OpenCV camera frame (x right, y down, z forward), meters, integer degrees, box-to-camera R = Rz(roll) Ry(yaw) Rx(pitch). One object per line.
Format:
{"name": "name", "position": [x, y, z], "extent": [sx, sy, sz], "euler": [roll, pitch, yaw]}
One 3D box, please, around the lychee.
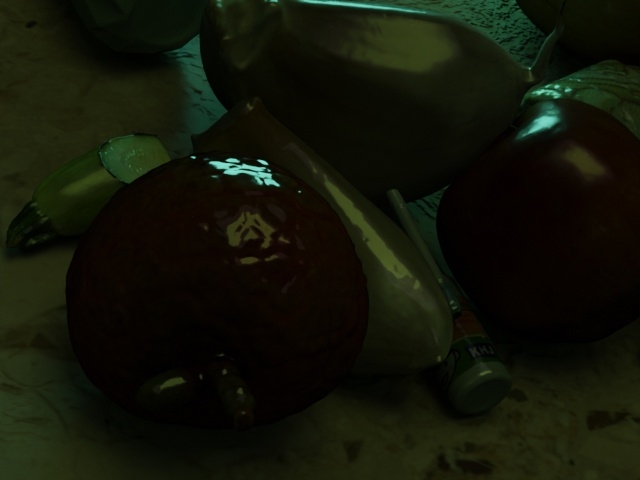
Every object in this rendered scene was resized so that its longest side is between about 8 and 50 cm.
{"name": "lychee", "position": [-0.084, 0.052, 1.453], "extent": [0.255, 0.255, 0.300], "euler": [9, 51, -13]}

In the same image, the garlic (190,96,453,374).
{"name": "garlic", "position": [-0.005, 0.007, 1.597], "extent": [0.318, 0.143, 0.112], "euler": [47, 26, 11]}

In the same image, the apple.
{"name": "apple", "position": [0.228, -0.012, 1.664], "extent": [0.230, 0.230, 0.230], "euler": [12, 43, -11]}

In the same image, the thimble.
{"name": "thimble", "position": [0.297, -0.089, 1.826], "extent": [0.143, 0.137, 0.190], "euler": [-19, 67, -36]}

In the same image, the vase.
{"name": "vase", "position": [-0.244, -0.348, 1.871], "extent": [0.165, 0.165, 0.360], "euler": [-15, 49, -34]}

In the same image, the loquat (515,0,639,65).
{"name": "loquat", "position": [0.357, -0.356, 1.998], "extent": [0.328, 0.328, 0.328], "euler": [12, 43, -11]}

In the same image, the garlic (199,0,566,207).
{"name": "garlic", "position": [0.045, -0.173, 1.745], "extent": [0.340, 0.246, 0.231], "euler": [-3, 33, -13]}

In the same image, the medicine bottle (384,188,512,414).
{"name": "medicine bottle", "position": [0.106, 0.053, 1.632], "extent": [0.061, 0.092, 0.220], "euler": [-17, 51, -14]}

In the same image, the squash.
{"name": "squash", "position": [-0.205, -0.044, 1.618], "extent": [0.200, 0.075, 0.090], "euler": [-23, 84, -36]}
